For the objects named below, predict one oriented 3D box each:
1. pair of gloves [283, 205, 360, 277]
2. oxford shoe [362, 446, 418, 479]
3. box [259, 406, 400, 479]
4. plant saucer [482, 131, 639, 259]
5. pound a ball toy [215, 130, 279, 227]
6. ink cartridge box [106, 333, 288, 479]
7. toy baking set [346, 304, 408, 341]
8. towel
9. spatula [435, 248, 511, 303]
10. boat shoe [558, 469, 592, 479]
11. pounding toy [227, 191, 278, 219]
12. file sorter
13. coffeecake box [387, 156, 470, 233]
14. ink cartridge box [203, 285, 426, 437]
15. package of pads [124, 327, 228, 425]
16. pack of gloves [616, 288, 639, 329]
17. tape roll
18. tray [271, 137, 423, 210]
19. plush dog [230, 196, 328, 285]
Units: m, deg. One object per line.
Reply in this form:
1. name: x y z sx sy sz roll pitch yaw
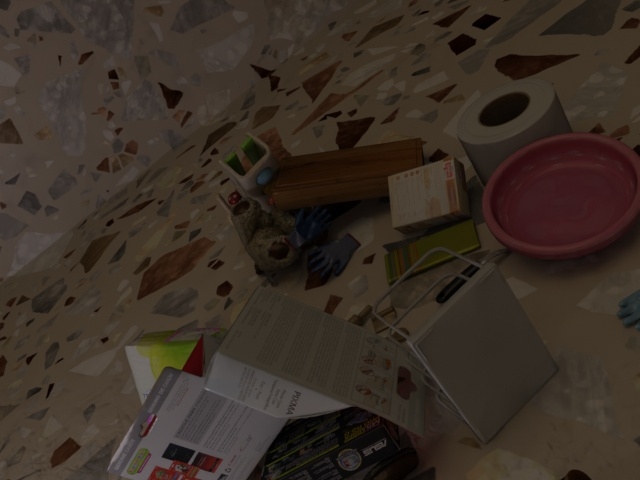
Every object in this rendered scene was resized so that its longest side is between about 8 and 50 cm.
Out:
1. pair of gloves: 0.000 0.000 1.869 0.159 0.198 0.023 -41 -11 -26
2. oxford shoe: 0.103 0.459 1.232 0.227 0.083 0.096 -43 57 -18
3. box: 0.019 0.382 1.349 0.270 0.060 0.216 -31 10 10
4. plant saucer: 0.511 -0.083 1.485 0.331 0.084 0.332 -17 44 17
5. pound a ball toy: -0.201 -0.146 2.080 0.135 0.319 0.208 40 81 19
6. ink cartridge box: -0.238 0.351 1.403 0.310 0.271 0.130 -57 24 23
7. toy baking set: 0.084 0.243 1.567 0.256 0.030 0.196 -41 31 -7
8. towel: 0.264 0.029 1.690 0.237 0.021 0.102 -24 39 19
9. spatula: 0.369 0.042 1.547 0.296 0.030 0.084 -36 33 -4
10. boat shoe: 0.378 0.428 0.995 0.207 0.073 0.073 -87 20 -56
11. pounding toy: -0.218 -0.112 2.274 0.183 0.110 0.237 -38 30 -1
12. file sorter: 0.248 0.175 1.256 0.193 0.278 0.173 -43 29 -10
13. coffeecake box: 0.268 -0.110 1.762 0.185 0.068 0.143 -15 69 32
14. ink cartridge box: 0.007 0.244 1.341 0.308 0.384 0.091 -63 -5 -70
15. package of pads: -0.319 0.323 1.666 0.296 0.229 0.101 -10 8 37
16. pack of gloves: 0.633 0.096 1.199 0.232 0.046 0.195 -35 30 2
17. tape roll: 0.474 -0.252 1.710 0.246 0.169 0.246 -25 33 17
18. tray: 0.081 -0.188 1.968 0.410 0.076 0.203 -8 31 11
19. plush dog: -0.099 -0.017 2.003 0.225 0.211 0.262 -32 56 -20
